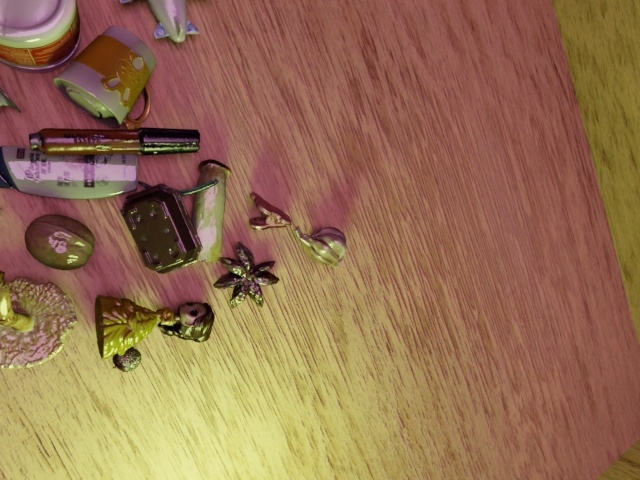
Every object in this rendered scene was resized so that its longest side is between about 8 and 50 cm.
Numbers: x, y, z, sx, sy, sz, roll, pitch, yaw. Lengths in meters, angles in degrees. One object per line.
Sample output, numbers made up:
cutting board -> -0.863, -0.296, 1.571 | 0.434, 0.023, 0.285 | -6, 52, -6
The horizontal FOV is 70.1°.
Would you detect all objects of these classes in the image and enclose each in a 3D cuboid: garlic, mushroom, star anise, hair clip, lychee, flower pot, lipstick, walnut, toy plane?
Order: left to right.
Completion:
mushroom -> -0.763, 0.195, 1.097 | 0.208, 0.301, 0.232 | 0, 77, 8
walnut -> -0.682, 0.005, 1.197 | 0.162, 0.140, 0.140 | 20, 83, -13
lipstick -> -0.537, -0.266, 1.229 | 0.419, 0.077, 0.077 | -7, 95, -27
lychee -> -0.555, 0.340, 1.302 | 0.083, 0.068, 0.067 | -22, 131, -40
flower pot -> -0.456, -0.023, 1.286 | 0.179, 0.084, 0.250 | -19, 104, 2
toy plane -> -0.436, -0.697, 1.292 | 0.267, 0.123, 0.266 | 0, 89, -24
hair clip -> -0.409, -0.148, 1.325 | 0.230, 0.039, 0.070 | -6, 93, -2
mushroom -> -0.336, -0.088, 1.379 | 0.100, 0.081, 0.311 | 7, 90, -18
star anise -> -0.236, 0.125, 1.433 | 0.212, 0.073, 0.196 | 31, 85, -25
hair clip -> -0.155, -0.091, 1.448 | 0.138, 0.123, 0.102 | -2, 121, -19
garlic -> 0.000, 0.000, 1.518 | 0.194, 0.131, 0.127 | 32, 97, -14

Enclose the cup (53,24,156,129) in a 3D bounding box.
cup -> -0.551, -0.424, 1.237 | 0.226, 0.186, 0.241 | -63, 147, -16

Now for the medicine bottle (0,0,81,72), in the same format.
medicine bottle -> -0.725, -0.563, 1.100 | 0.253, 0.241, 0.252 | -1, 92, -25

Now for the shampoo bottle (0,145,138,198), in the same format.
shampoo bottle -> -0.683, -0.178, 1.220 | 0.360, 0.078, 0.134 | -1, 92, -24

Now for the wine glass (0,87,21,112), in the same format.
wine glass -> -0.865, -0.301, 1.127 | 0.202, 0.093, 0.092 | -43, 107, -18

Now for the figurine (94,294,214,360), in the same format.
figurine -> -0.458, 0.227, 1.299 | 0.316, 0.187, 0.167 | -1, 88, -33

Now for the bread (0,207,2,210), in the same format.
bread -> -0.921, -0.085, 1.122 | 0.192, 0.067, 0.119 | 36, 70, -22
